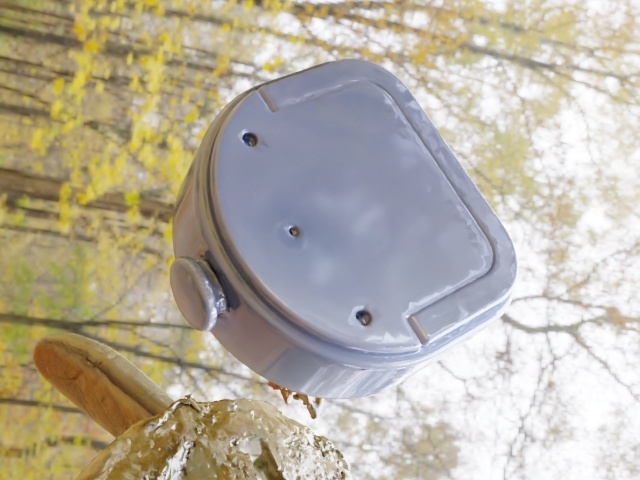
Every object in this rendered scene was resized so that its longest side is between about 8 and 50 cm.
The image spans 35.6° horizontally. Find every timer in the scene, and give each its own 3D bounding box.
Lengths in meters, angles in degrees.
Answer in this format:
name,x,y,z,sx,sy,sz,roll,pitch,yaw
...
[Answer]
name,x,y,z,sx,sy,sz,roll,pitch,yaw
timer,0.000,0.000,1.136,0.173,0.395,0.394,132,-39,-55

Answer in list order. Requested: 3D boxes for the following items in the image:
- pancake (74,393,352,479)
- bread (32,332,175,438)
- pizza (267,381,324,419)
name,x,y,z,sx,sy,sz,roll,pitch,yaw
pancake,-0.082,0.302,0.868,0.065,0.356,0.356,-17,-115,48
bread,-0.185,0.149,0.955,0.214,0.053,0.073,32,-57,19
pizza,-0.036,0.065,1.334,0.074,0.251,0.287,-9,-67,35
